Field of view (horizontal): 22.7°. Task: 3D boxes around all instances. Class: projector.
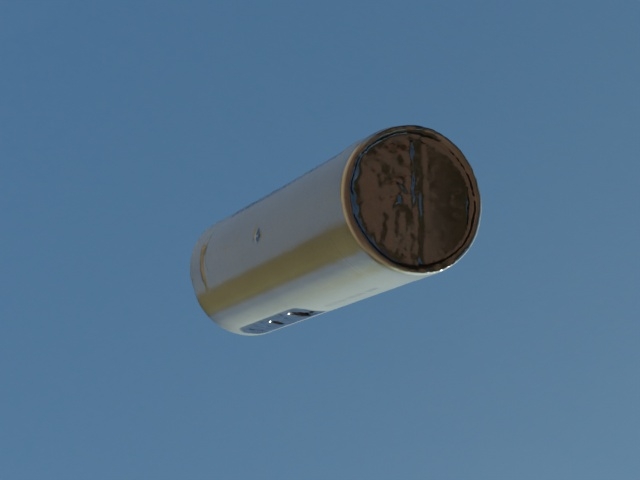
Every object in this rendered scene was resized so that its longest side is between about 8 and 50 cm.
[{"bbox_3d":[0.000,0.000,1.210,0.108,0.337,0.108,5,-102,-22],"label":"projector"}]
